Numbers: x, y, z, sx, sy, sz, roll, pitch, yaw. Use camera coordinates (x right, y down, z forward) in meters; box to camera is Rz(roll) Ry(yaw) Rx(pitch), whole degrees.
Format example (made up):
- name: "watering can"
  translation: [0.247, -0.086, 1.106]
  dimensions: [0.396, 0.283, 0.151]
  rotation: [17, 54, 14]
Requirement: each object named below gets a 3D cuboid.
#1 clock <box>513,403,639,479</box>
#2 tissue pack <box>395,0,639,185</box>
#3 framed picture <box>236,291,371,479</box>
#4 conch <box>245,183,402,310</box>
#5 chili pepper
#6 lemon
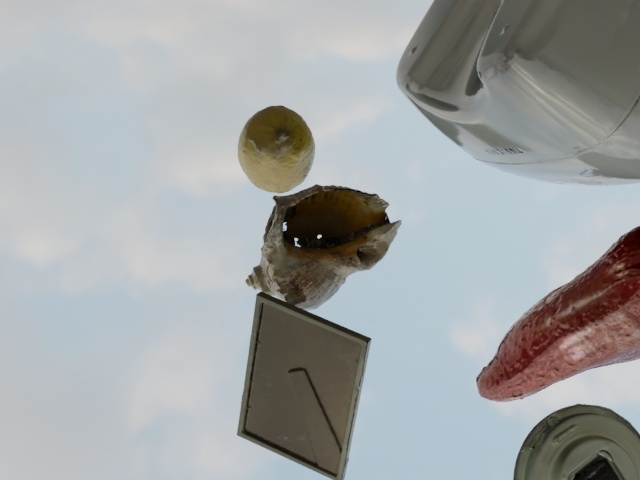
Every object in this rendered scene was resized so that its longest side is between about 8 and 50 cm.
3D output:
- name: "clock"
  translation: [0.395, 0.356, 2.041]
  dimensions: [0.236, 0.236, 0.053]
  rotation: [1, 172, -18]
- name: "tissue pack"
  translation: [0.245, -0.171, 1.348]
  dimensions: [0.236, 0.229, 0.333]
  rotation: [32, 173, -17]
- name: "framed picture"
  translation: [-0.028, 0.210, 1.986]
  dimensions: [0.184, 0.250, 0.016]
  rotation: [21, -149, 22]
- name: "conch"
  translation: [0.000, 0.000, 2.023]
  dimensions: [0.245, 0.178, 0.163]
  rotation: [-20, -127, -4]
- name: "chili pepper"
  translation: [0.259, 0.078, 1.377]
  dimensions: [0.136, 0.253, 0.144]
  rotation: [32, -141, -38]
- name: "lemon"
  translation: [-0.046, -0.093, 1.460]
  dimensions: [0.082, 0.110, 0.082]
  rotation: [0, -120, 0]
